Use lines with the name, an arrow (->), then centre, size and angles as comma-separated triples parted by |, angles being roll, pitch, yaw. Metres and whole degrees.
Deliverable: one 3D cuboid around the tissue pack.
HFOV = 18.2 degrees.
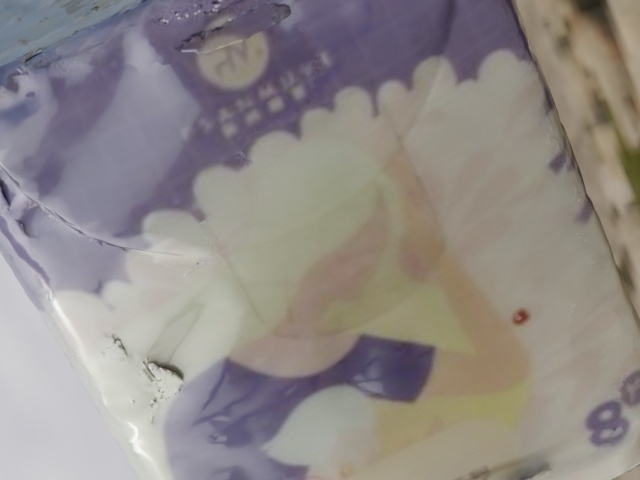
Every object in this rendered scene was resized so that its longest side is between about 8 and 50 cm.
tissue pack -> 0.000, 0.000, 0.877 | 0.343, 0.242, 0.125 | 65, 178, -35
